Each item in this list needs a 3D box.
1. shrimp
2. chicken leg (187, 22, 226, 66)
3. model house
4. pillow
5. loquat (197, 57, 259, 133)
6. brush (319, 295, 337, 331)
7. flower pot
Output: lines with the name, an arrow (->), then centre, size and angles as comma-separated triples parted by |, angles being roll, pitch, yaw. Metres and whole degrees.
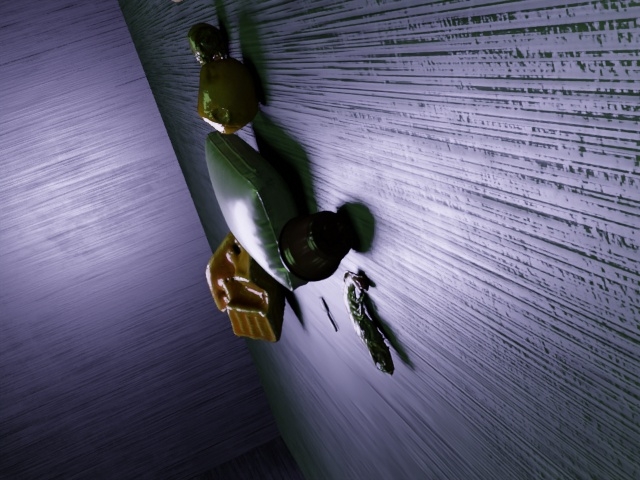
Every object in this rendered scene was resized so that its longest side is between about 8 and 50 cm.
shrimp -> 0.075, 0.118, 1.086 | 0.178, 0.034, 0.124 | -119, 21, -44
chicken leg -> -0.207, -0.344, 1.363 | 0.178, 0.070, 0.093 | 76, -176, -61
model house -> -0.181, 0.130, 1.781 | 0.239, 0.173, 0.268 | 56, 165, 43
pillow -> -0.127, -0.070, 1.372 | 0.322, 0.119, 0.256 | 44, 155, 54
loquat -> -0.168, -0.263, 1.254 | 0.137, 0.112, 0.137 | -15, -90, -82
brush -> 0.015, 0.148, 1.407 | 0.083, 0.008, 0.024 | 62, 162, 25
flower pot -> 0.000, 0.000, 1.054 | 0.111, 0.111, 0.089 | 66, 154, 6
